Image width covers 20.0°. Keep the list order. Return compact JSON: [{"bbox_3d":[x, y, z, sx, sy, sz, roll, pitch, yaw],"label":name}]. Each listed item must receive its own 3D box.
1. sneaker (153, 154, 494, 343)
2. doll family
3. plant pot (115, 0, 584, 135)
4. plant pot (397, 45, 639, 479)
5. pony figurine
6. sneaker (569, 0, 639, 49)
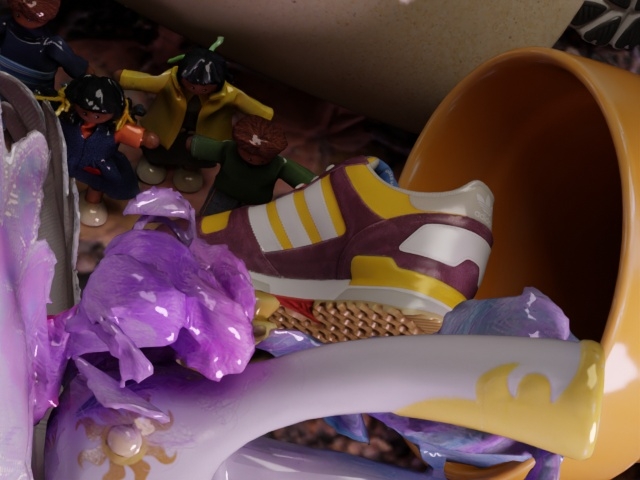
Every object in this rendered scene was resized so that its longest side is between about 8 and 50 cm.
[{"bbox_3d":[0.000,0.000,0.871,0.185,0.069,0.084,10,68,34],"label":"sneaker"},{"bbox_3d":[-0.097,-0.064,0.901,0.193,0.111,0.076,9,56,-10],"label":"doll family"},{"bbox_3d":[0.001,-0.184,0.951,0.274,0.256,0.256,39,55,-10],"label":"plant pot"},{"bbox_3d":[0.158,0.026,0.880,0.188,0.205,0.205,11,54,-28],"label":"plant pot"},{"bbox_3d":[-0.080,0.092,0.716,0.363,0.303,0.351,7,82,5],"label":"pony figurine"},{"bbox_3d":[0.200,-0.166,1.094,0.170,0.068,0.071,-17,49,-34],"label":"sneaker"}]
